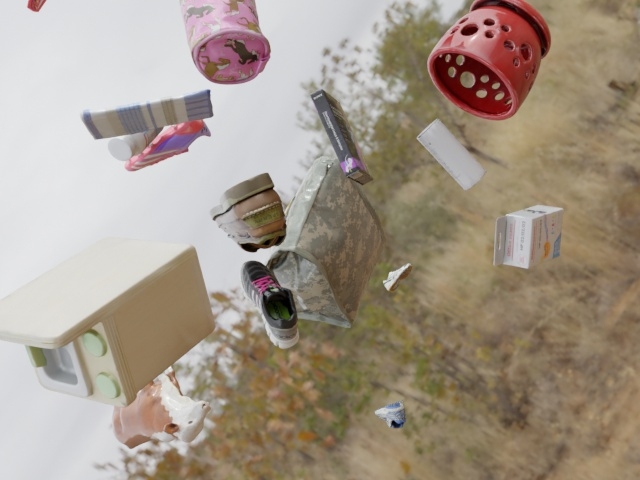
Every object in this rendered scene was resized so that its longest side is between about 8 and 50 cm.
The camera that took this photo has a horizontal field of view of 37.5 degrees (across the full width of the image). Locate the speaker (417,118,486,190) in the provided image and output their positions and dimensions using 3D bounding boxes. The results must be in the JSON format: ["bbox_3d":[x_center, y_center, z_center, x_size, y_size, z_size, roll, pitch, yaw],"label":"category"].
[{"bbox_3d":[0.242,-0.157,1.735,0.055,0.136,0.055,-43,3,3],"label":"speaker"}]

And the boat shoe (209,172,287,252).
[{"bbox_3d":[-0.115,-0.027,1.557,0.111,0.104,0.307,-25,-2,-5],"label":"boat shoe"}]

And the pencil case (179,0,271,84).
[{"bbox_3d":[-0.207,-0.496,1.963,0.160,0.167,0.386,58,-164,-53],"label":"pencil case"}]

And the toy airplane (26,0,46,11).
[{"bbox_3d":[-0.584,-0.521,1.898,0.151,0.151,0.028,119,143,-56],"label":"toy airplane"}]

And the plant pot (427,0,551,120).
[{"bbox_3d":[0.322,-0.344,1.741,0.174,0.191,0.191,-53,-3,-17],"label":"plant pot"}]

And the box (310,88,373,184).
[{"bbox_3d":[0.039,-0.181,1.661,0.029,0.162,0.116,-27,-11,13],"label":"box"}]

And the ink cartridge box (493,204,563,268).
[{"bbox_3d":[0.422,-0.006,1.905,0.181,0.062,0.104,-15,-69,-49],"label":"ink cartridge box"}]

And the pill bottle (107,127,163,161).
[{"bbox_3d":[-0.455,-0.262,2.316,0.087,0.087,0.160,-61,-1,41],"label":"pill bottle"}]

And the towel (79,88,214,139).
[{"bbox_3d":[-0.378,-0.280,2.074,0.209,0.285,0.034,128,130,-83],"label":"towel"}]

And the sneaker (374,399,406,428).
[{"bbox_3d":[0.163,0.406,2.162,0.052,0.058,0.135,-16,-12,-14],"label":"sneaker"}]

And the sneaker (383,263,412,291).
[{"bbox_3d":[0.182,0.081,2.252,0.083,0.037,0.032,-47,-39,7],"label":"sneaker"}]

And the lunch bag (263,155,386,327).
[{"bbox_3d":[0.000,0.000,1.886,0.235,0.169,0.287,-66,-29,-29],"label":"lunch bag"}]

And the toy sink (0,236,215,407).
[{"bbox_3d":[-0.262,0.105,1.115,0.234,0.153,0.131,-39,-55,-49],"label":"toy sink"}]

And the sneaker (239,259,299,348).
[{"bbox_3d":[-0.080,0.091,1.547,0.063,0.170,0.075,-16,-31,-22],"label":"sneaker"}]

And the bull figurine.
[{"bbox_3d":[-0.317,0.306,1.795,0.310,0.101,0.188,-28,62,48],"label":"bull figurine"}]

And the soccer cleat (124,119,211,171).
[{"bbox_3d":[-0.396,-0.239,2.425,0.248,0.095,0.083,-35,32,16],"label":"soccer cleat"}]
